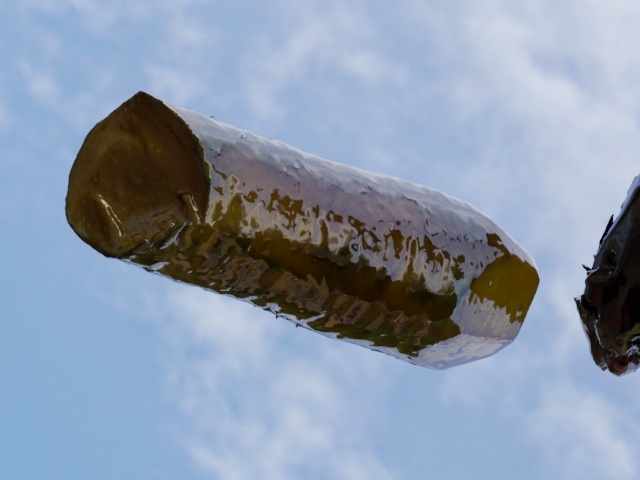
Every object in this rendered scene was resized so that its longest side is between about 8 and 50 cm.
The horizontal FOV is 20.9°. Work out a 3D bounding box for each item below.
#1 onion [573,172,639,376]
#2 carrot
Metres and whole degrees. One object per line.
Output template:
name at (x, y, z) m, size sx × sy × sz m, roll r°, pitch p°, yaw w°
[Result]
onion at (0.331, 0.020, 1.179) m, size 0.281 × 0.281 × 0.221 m, roll 31°, pitch -11°, yaw 32°
carrot at (0.000, 0.000, 1.060) m, size 0.114 × 0.302 × 0.114 m, roll -31°, pitch -130°, yaw 46°
